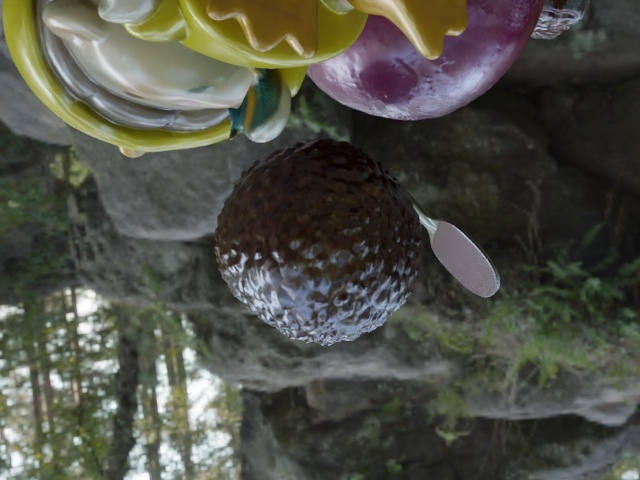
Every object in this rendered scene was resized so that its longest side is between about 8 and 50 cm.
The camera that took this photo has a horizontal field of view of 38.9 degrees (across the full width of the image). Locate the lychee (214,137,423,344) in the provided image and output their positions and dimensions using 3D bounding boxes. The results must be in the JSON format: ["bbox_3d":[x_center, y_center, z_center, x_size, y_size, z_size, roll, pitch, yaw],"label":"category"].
[{"bbox_3d":[0.000,0.000,1.092,0.260,0.261,0.260,-7,-177,0],"label":"lychee"}]

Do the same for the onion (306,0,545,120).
[{"bbox_3d":[0.108,-0.334,1.133,0.358,0.358,0.345,-6,178,7],"label":"onion"}]

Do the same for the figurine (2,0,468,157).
[{"bbox_3d":[-0.070,-0.145,0.587,0.215,0.187,0.343,13,179,-35],"label":"figurine"}]

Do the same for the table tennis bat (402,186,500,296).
[{"bbox_3d":[0.220,-0.001,1.575,0.022,0.246,0.138,-36,163,-21],"label":"table tennis bat"}]

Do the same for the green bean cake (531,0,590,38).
[{"bbox_3d":[0.319,-0.407,1.502,0.232,0.097,0.198,11,-176,-6],"label":"green bean cake"}]
